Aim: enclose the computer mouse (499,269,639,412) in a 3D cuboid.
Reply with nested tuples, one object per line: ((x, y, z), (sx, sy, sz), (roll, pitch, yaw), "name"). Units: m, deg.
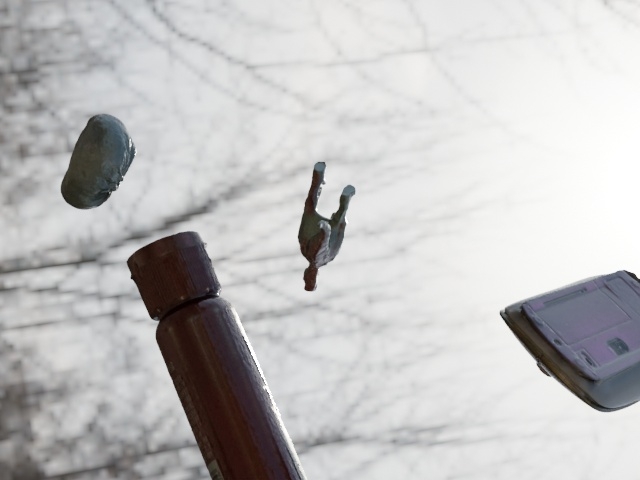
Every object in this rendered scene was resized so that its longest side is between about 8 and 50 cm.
((0.237, 0.085, 1.622), (0.126, 0.245, 0.056), (45, -63, 18), "computer mouse")

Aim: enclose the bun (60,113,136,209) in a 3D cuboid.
((-0.171, -0.059, 1.452), (0.083, 0.045, 0.083), (-64, -176, 9), "bun")

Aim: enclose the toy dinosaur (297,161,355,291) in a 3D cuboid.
((0.000, 0.000, 2.139), (0.242, 0.053, 0.167), (-93, -166, -77), "toy dinosaur")

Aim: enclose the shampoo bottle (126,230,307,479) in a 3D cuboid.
((-0.077, 0.146, 1.611), (0.118, 0.076, 0.314), (78, -11, -78), "shampoo bottle")
